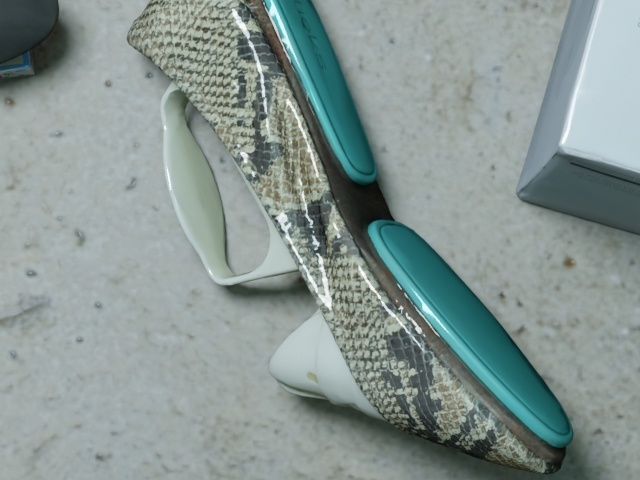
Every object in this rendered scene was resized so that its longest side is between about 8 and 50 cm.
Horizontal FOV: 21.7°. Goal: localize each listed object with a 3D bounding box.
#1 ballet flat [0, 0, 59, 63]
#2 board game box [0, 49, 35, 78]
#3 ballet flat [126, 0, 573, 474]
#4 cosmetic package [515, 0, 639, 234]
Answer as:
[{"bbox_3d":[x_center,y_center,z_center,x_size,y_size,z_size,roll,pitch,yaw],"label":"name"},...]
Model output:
[{"bbox_3d":[-0.345,-0.177,1.283,0.280,0.096,0.095,0,86,13],"label":"ballet flat"},{"bbox_3d":[-0.291,-0.205,1.348,0.103,0.026,0.154,-6,83,-1],"label":"board game box"},{"bbox_3d":[0.000,0.000,1.276,0.182,0.164,0.483,-35,78,18],"label":"ballet flat"},{"bbox_3d":[0.251,-0.134,1.239,0.138,0.225,0.224,17,83,0],"label":"cosmetic package"}]
